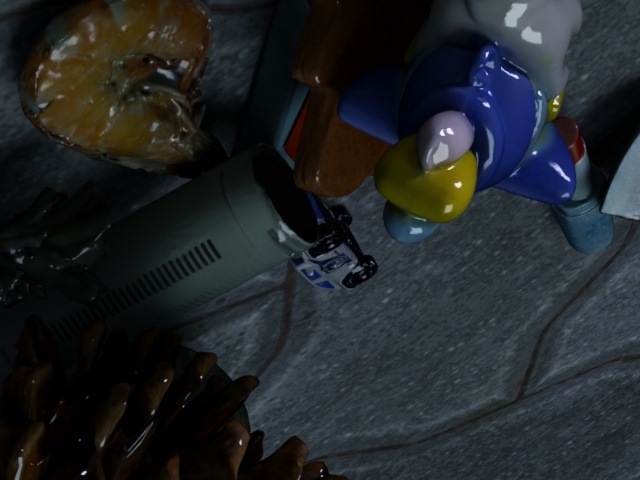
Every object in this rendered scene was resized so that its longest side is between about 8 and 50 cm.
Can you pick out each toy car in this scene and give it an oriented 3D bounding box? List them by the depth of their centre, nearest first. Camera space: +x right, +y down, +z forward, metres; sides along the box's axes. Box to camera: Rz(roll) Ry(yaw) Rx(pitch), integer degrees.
[{"bbox_3d":[0.000,0.000,1.863,0.070,0.080,0.171,-32,154,7],"label":"toy car"}]

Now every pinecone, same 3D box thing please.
[{"bbox_3d":[-0.144,0.258,1.547,0.384,0.384,0.384,-23,152,-13],"label":"pinecone"}]

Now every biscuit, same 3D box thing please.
[{"bbox_3d":[0.060,-0.189,1.533,0.284,0.043,0.306,-38,132,-32],"label":"biscuit"}]

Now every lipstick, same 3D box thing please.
[{"bbox_3d":[0.285,-0.063,2.051,0.068,0.061,0.274,-39,153,-3],"label":"lipstick"}]

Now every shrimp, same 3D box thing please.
[{"bbox_3d":[-0.136,-0.128,1.542,0.164,0.062,0.317,-43,152,10],"label":"shrimp"}]

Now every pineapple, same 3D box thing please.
[{"bbox_3d":[-0.320,0.008,1.476,0.310,0.170,0.141,-7,147,-23],"label":"pineapple"}]

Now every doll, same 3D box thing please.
[{"bbox_3d":[0.132,-0.175,1.429,0.376,0.187,0.365,11,101,-59],"label":"doll"}]

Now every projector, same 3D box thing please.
[{"bbox_3d":[-0.166,0.032,1.660,0.338,0.108,0.108,-28,155,20],"label":"projector"}]

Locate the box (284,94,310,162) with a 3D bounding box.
[{"bbox_3d":[0.081,-0.147,1.680,0.245,0.035,0.139,-20,147,-42],"label":"box"}]

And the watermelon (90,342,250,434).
[{"bbox_3d":[-0.173,0.210,1.913,0.212,0.212,0.212,-23,152,-13],"label":"watermelon"}]

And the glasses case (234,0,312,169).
[{"bbox_3d":[-0.019,-0.148,1.640,0.105,0.056,0.266,-42,163,-35],"label":"glasses case"}]

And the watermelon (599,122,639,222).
[{"bbox_3d":[0.471,-0.082,2.041,0.289,0.213,0.320,-47,143,8],"label":"watermelon"}]
